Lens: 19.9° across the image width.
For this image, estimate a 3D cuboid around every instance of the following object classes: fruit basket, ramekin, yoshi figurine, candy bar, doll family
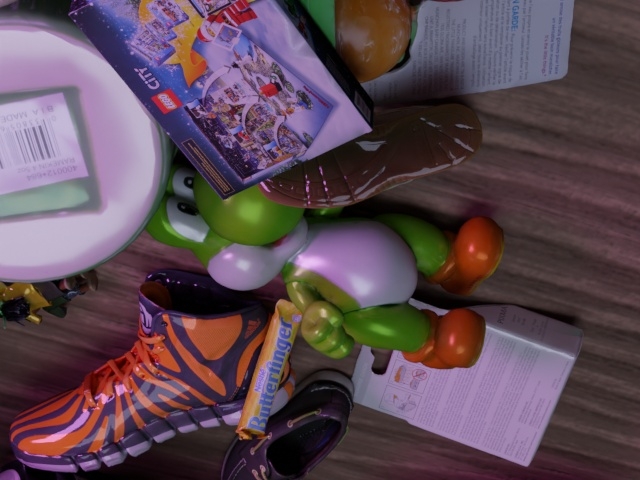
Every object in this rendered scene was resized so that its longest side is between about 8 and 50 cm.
[{"bbox_3d":[0.059,-0.259,1.624,0.353,0.165,0.327,-13,132,-12],"label":"fruit basket"},{"bbox_3d":[-0.272,-0.108,1.677,0.303,0.148,0.303,-2,119,-3],"label":"ramekin"},{"bbox_3d":[0.007,-0.001,1.803,0.362,0.203,0.203,19,111,-14],"label":"yoshi figurine"},{"bbox_3d":[-0.052,0.137,1.917,0.040,0.018,0.161,9,105,-36],"label":"candy bar"},{"bbox_3d":[-0.326,0.031,1.884,0.111,0.076,0.193,-24,122,23],"label":"doll family"}]

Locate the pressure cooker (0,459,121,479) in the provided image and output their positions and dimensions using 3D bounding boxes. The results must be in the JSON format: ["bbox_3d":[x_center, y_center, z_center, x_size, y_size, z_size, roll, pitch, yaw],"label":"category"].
[{"bbox_3d":[-0.288,0.444,2.025,0.420,0.375,0.370,25,84,-18],"label":"pressure cooker"}]

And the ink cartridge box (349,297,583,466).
[{"bbox_3d":[0.157,0.140,2.019,0.224,0.056,0.181,21,129,5],"label":"ink cartridge box"}]

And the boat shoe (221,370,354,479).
[{"bbox_3d":[-0.044,0.239,2.067,0.081,0.069,0.228,29,124,-18],"label":"boat shoe"}]

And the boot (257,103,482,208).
[{"bbox_3d":[0.048,-0.084,1.727,0.213,0.165,0.077,-14,95,6],"label":"boot"}]

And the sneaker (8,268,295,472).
[{"bbox_3d":[-0.198,0.127,1.951,0.321,0.124,0.180,-18,125,-1],"label":"sneaker"}]

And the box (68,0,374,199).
[{"bbox_3d":[-0.081,-0.155,1.555,0.159,0.044,0.233,-23,125,23],"label":"box"}]

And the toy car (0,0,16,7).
[{"bbox_3d":[-0.295,-0.327,1.510,0.219,0.210,0.238,-7,118,19],"label":"toy car"}]
